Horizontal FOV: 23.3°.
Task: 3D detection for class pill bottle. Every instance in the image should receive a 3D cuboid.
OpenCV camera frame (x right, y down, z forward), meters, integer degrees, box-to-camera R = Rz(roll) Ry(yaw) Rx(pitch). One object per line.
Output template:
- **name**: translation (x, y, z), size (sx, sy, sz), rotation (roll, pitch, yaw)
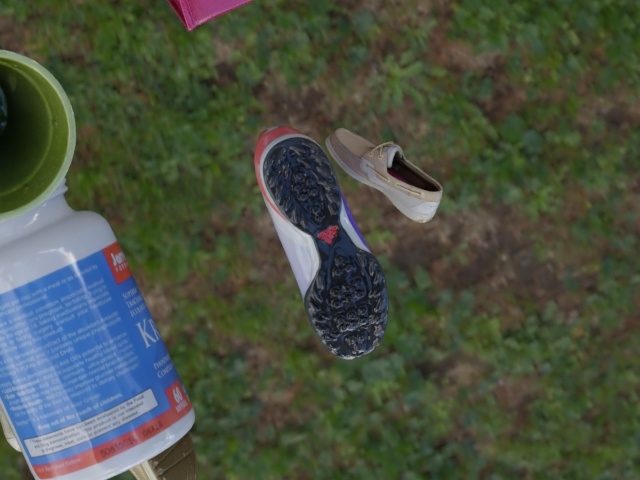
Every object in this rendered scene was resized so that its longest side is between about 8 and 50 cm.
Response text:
- **pill bottle**: translation (-0.185, 0.054, 1.091), size (0.124, 0.124, 0.221), rotation (-23, 97, 2)

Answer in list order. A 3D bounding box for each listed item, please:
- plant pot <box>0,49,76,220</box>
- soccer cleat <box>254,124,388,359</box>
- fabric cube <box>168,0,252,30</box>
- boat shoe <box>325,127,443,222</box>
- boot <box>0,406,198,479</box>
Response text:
- **plant pot**: translation (-0.171, -0.058, 0.767), size (0.083, 0.079, 0.083), rotation (-6, 105, -22)
- **soccer cleat**: translation (0.000, 0.000, 1.934), size (0.109, 0.116, 0.318), rotation (-24, 114, -5)
- **fabric cube**: translation (-0.100, -0.430, 1.656), size (0.258, 0.259, 0.254), rotation (-26, 141, -12)
- **boat shoe**: translation (0.085, -0.095, 1.960), size (0.170, 0.063, 0.059), rotation (37, 131, 7)
- **boot**: translation (-0.288, 0.245, 1.965), size (0.203, 0.095, 0.262), rotation (-23, 105, 31)
